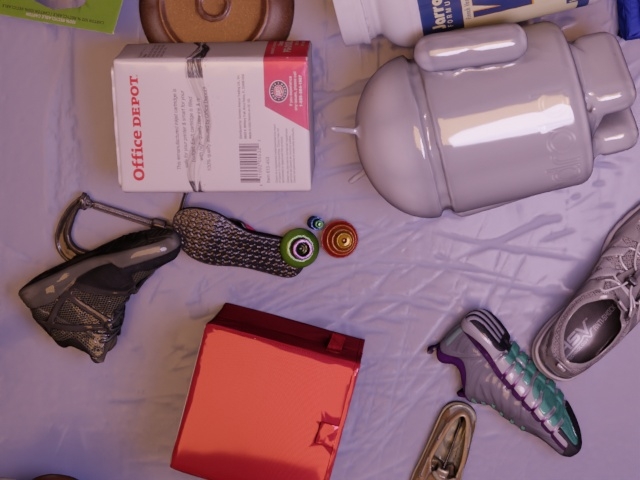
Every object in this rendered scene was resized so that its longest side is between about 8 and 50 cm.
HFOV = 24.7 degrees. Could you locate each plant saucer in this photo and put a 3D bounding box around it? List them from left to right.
[{"bbox_3d":[-0.132,-0.296,1.836,0.199,0.036,0.198,0,97,3],"label":"plant saucer"}]

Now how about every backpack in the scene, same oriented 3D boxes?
[{"bbox_3d":[0.411,-0.312,1.775,0.098,0.101,0.120,-8,92,-3],"label":"backpack"}]

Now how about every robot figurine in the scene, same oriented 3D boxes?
[{"bbox_3d":[0.193,-0.142,1.742,0.353,0.199,0.300,-13,136,6],"label":"robot figurine"}]

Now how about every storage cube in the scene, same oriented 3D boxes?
[{"bbox_3d":[-0.062,0.202,1.812,0.193,0.183,0.215,16,97,2],"label":"storage cube"}]

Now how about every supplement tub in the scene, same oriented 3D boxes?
[{"bbox_3d":[0.164,-0.361,1.713,0.325,0.235,0.235,-13,95,4],"label":"supplement tub"}]

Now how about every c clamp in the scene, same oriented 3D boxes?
[{"bbox_3d":[-0.259,-0.016,1.882,0.161,0.022,0.137,12,103,2],"label":"c clamp"}]

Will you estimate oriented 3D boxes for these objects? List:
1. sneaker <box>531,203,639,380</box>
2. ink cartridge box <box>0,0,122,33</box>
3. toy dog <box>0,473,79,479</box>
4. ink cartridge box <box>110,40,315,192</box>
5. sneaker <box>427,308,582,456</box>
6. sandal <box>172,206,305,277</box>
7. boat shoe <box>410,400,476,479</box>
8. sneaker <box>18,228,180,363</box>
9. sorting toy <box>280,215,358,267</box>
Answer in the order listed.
[{"bbox_3d":[0.378,0.066,1.804,0.105,0.115,0.281,36,90,-1],"label":"sneaker"},{"bbox_3d":[-0.312,-0.395,1.759,0.189,0.097,0.255,12,85,18],"label":"ink cartridge box"},{"bbox_3d":[-0.433,0.457,1.797,0.408,0.284,0.395,-39,116,12],"label":"toy dog"},{"bbox_3d":[-0.129,-0.153,1.801,0.237,0.100,0.172,0,111,3],"label":"ink cartridge box"},{"bbox_3d":[0.237,0.195,1.862,0.098,0.083,0.223,-39,88,27],"label":"sneaker"},{"bbox_3d":[-0.107,0.004,1.870,0.179,0.040,0.067,18,103,-14],"label":"sandal"},{"bbox_3d":[0.153,0.300,1.867,0.068,0.072,0.190,12,97,1],"label":"boat shoe"},{"bbox_3d":[-0.258,0.070,1.849,0.227,0.087,0.130,-25,104,16],"label":"sneaker"},{"bbox_3d":[0.000,0.000,1.847,0.102,0.042,0.061,-15,97,-11],"label":"sorting toy"}]
